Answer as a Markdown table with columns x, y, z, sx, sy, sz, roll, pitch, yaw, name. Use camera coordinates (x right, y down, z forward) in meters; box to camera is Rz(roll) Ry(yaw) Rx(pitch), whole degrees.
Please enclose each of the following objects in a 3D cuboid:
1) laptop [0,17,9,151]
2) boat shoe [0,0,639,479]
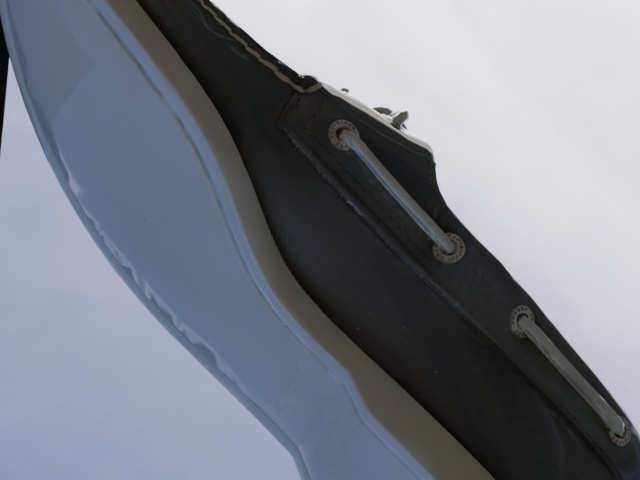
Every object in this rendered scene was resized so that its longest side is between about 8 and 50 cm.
| x | y | z | sx | sy | sz | roll | pitch | yaw | name |
| --- | --- | --- | --- | --- | --- | --- | --- | --- | --- |
| -0.273 | -0.136 | 0.752 | 0.264 | 0.234 | 0.136 | 12 | -163 | 11 | laptop |
| 0.000 | 0.000 | 0.671 | 0.099 | 0.116 | 0.319 | -34 | -97 | -31 | boat shoe |
